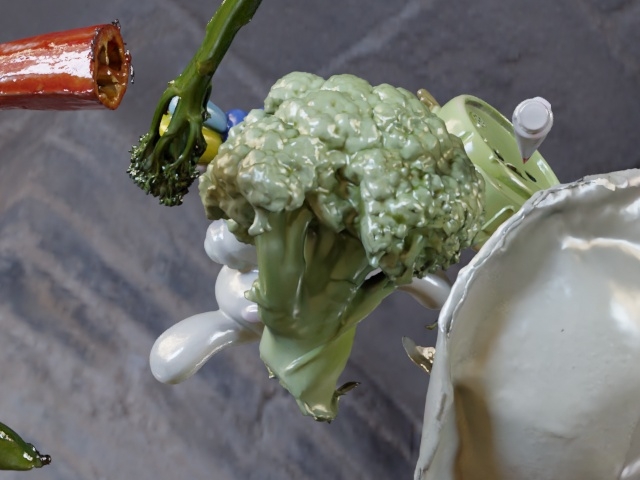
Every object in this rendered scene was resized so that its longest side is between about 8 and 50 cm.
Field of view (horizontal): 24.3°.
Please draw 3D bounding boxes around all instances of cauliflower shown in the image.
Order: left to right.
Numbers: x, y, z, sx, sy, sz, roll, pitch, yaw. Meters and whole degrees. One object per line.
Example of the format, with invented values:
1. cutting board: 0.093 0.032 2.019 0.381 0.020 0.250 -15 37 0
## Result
1. cauliflower: -0.002 -0.023 1.339 0.281 0.260 0.327 -48 152 15

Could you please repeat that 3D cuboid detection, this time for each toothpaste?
1. toothpaste: 0.170 -0.091 1.199 0.031 0.190 0.048 8 90 7

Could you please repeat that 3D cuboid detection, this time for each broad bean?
1. broad bean: -0.412 0.223 1.750 0.214 0.048 0.070 30 99 -20

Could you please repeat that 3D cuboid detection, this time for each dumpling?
1. dumpling: 0.177 0.120 1.206 0.260 0.181 0.341 1 136 -36

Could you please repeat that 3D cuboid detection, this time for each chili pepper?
1. chili pepper: -0.236 -0.122 1.134 0.169 0.088 0.065 -6 106 11

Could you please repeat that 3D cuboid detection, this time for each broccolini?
1. broccolini: -0.097 -0.178 1.483 0.079 0.074 0.392 25 132 -14

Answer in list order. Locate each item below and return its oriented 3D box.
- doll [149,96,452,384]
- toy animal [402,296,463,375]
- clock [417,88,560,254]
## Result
1. doll: -0.032 -0.021 1.742 0.187 0.376 0.365 22 128 47
2. toy animal: 0.158 0.135 1.837 0.219 0.155 0.095 1 120 42
3. clock: 0.211 -0.088 1.883 0.235 0.308 0.096 31 116 -33
